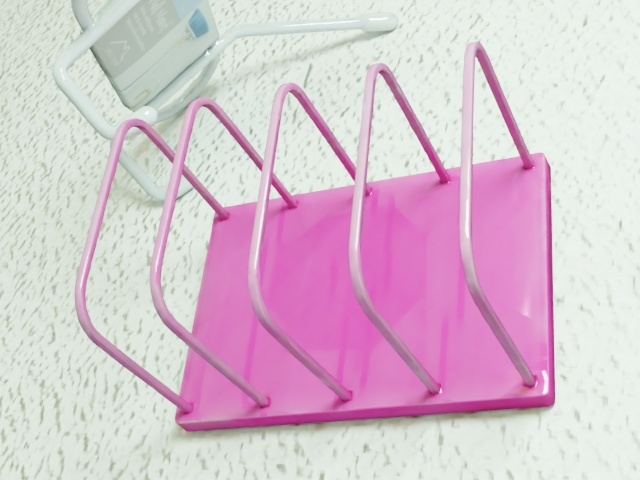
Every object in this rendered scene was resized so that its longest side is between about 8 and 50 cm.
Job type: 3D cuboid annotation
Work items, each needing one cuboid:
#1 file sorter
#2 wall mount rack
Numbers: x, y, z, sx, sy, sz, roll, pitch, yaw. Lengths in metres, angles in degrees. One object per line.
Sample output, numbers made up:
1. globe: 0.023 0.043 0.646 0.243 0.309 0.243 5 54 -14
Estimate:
1. file sorter: 0.000 0.000 0.710 0.290 0.182 0.202 -9 55 23
2. wall mount rack: -0.077 -0.183 0.898 0.304 0.350 0.130 -43 80 -7
